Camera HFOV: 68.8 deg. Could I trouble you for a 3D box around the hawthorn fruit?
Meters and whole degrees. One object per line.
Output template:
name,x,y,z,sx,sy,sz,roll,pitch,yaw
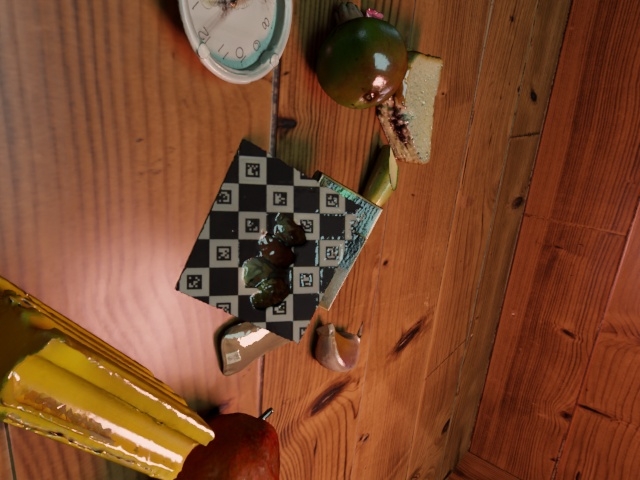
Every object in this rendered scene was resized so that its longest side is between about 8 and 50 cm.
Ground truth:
hawthorn fruit,-0.167,0.433,0.887,0.261,0.223,0.224,-55,144,-44

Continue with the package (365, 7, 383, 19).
package,0.109,-0.456,1.018,0.059,0.029,0.084,-13,124,-48

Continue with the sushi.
sushi,-0.089,0.007,0.862,0.263,0.050,0.290,27,83,-14

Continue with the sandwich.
sandwich,0.206,-0.319,1.152,0.254,0.099,0.289,-28,127,-53

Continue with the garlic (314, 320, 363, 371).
garlic,0.061,0.280,1.242,0.198,0.090,0.129,11,83,-51

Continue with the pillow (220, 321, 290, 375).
pillow,-0.117,0.200,0.987,0.217,0.033,0.130,-26,132,-37

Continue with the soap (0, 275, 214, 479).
soap,-0.296,0.186,0.597,0.096,0.204,0.325,-53,141,-20

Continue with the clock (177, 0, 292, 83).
clock,-0.131,-0.361,0.704,0.236,0.053,0.237,-32,131,-45

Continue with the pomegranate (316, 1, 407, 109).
pomegranate,0.074,-0.365,0.912,0.179,0.179,0.210,3,67,-55

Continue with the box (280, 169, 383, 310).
box,0.000,0.000,0.946,0.159,0.071,0.240,28,91,-14

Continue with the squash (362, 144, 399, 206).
squash,0.153,-0.136,1.184,0.090,0.075,0.200,51,62,-80
